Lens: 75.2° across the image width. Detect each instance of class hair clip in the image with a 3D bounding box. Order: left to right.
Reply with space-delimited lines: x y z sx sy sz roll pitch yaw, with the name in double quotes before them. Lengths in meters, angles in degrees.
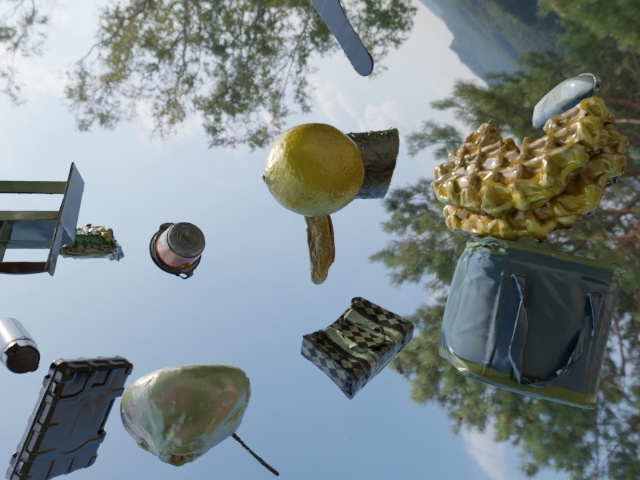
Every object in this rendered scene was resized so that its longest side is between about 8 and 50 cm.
"hair clip" -0.544 0.002 0.988 0.139 0.321 0.091 2 -95 -24

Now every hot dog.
"hot dog" 0.000 0.000 1.134 0.084 0.074 0.242 -35 -61 -77

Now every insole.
"insole" 0.036 -0.578 1.054 0.009 0.119 0.348 -39 -74 -19

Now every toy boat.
"toy boat" 0.506 -0.279 0.847 0.085 0.078 0.260 3 -177 11

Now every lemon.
"lemon" -0.016 -0.131 0.783 0.203 0.178 0.178 -12 -122 -25

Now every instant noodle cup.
"instant noodle cup" -0.463 0.015 1.384 0.178 0.126 0.208 -37 -87 -42

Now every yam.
"yam" 0.080 -0.252 1.367 0.349 0.240 0.240 -2 -136 -4

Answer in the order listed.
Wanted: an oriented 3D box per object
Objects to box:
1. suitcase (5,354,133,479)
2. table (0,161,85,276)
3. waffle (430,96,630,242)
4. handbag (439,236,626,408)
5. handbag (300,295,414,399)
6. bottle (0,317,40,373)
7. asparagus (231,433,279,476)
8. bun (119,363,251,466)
"suitcase" -0.588 0.420 0.992 0.066 0.285 0.206 19 175 24
"table" -0.409 -0.023 0.543 0.146 0.062 0.175 0 -119 -12
"waffle" 0.362 -0.123 0.766 0.151 0.261 0.324 40 170 -18
"handbag" 0.360 0.136 0.744 0.263 0.240 0.222 15 178 7
"handbag" 0.150 0.416 1.743 0.317 0.180 0.416 32 -137 31
"bottle" -0.710 0.244 0.965 0.072 0.245 0.082 -43 -58 -31
"asparagus" -0.170 0.541 1.054 0.166 0.013 0.016 34 -156 15
"bun" -0.295 0.399 0.938 0.293 0.293 0.187 12 -129 -39
